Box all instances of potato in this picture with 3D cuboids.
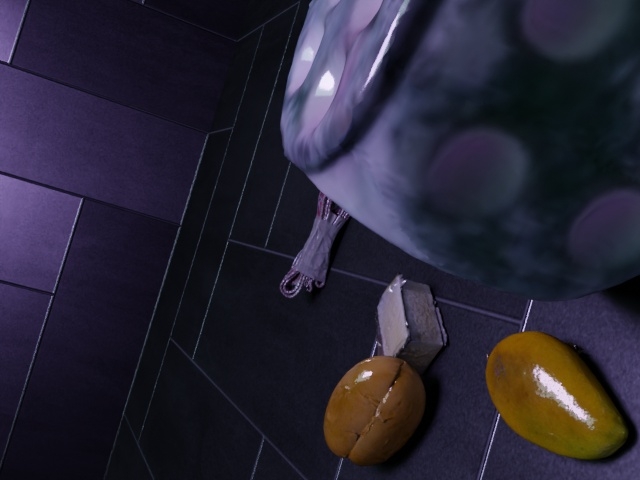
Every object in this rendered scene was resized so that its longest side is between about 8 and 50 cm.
[{"bbox_3d":[0.116,0.110,1.056,0.086,0.061,0.122,-58,24,36],"label":"potato"}]

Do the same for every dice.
[{"bbox_3d":[0.170,-0.167,0.737,0.328,0.348,0.330,-62,24,22],"label":"dice"}]

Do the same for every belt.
[{"bbox_3d":[0.000,0.000,1.429,0.232,0.071,0.053,-65,15,12],"label":"belt"}]

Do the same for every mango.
[{"bbox_3d":[0.218,0.148,0.772,0.187,0.066,0.101,43,115,58],"label":"mango"}]

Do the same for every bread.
[{"bbox_3d":[0.064,0.225,1.021,0.077,0.114,0.189,-78,11,-57],"label":"bread"}]
